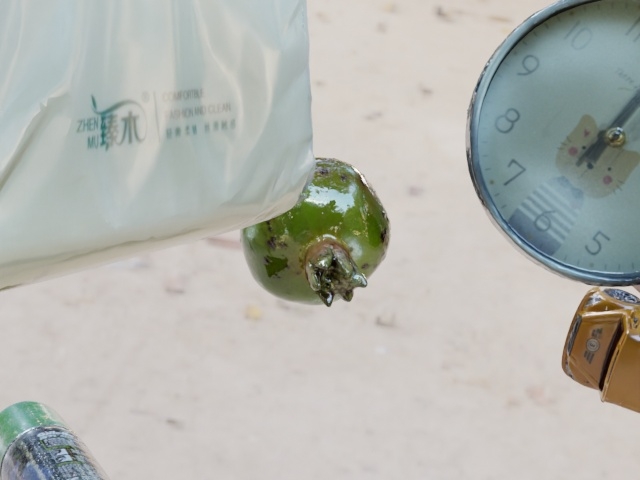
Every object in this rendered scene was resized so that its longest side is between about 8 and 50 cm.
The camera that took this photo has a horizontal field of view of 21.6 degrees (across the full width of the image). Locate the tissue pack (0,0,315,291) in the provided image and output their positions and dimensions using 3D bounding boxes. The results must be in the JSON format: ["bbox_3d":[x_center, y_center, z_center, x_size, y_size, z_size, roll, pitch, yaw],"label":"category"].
[{"bbox_3d":[-0.213,-0.081,0.984,0.297,0.207,0.380,0,8,26],"label":"tissue pack"}]

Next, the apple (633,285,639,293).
[{"bbox_3d":[0.429,0.005,1.807,0.314,0.252,0.309,-36,72,-29],"label":"apple"}]

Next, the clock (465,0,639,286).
[{"bbox_3d":[0.220,-0.075,1.242,0.226,0.226,0.049,11,6,3],"label":"clock"}]

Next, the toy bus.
[{"bbox_3d":[0.291,0.108,1.355,0.195,0.083,0.088,19,17,13],"label":"toy bus"}]

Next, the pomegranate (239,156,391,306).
[{"bbox_3d":[0.000,0.000,1.731,0.159,0.159,0.205,5,26,-15],"label":"pomegranate"}]

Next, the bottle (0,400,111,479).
[{"bbox_3d":[-0.250,0.242,1.613,0.093,0.093,0.330,2,11,-22],"label":"bottle"}]
